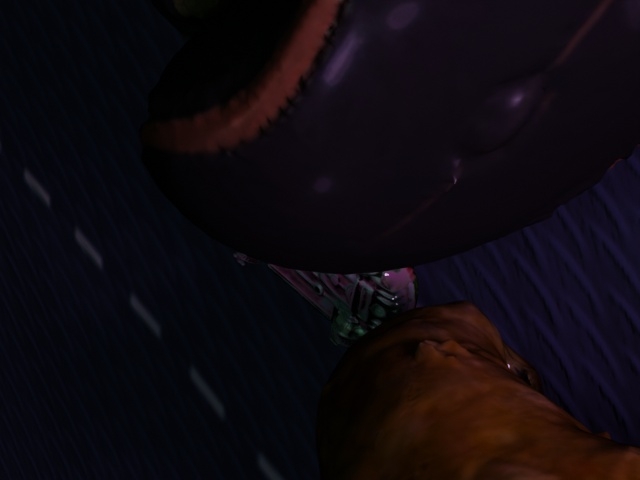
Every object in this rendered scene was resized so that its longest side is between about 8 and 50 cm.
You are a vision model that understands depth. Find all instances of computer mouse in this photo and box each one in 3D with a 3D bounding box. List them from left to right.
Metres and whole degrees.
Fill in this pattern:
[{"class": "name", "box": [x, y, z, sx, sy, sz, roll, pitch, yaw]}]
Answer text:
[{"class": "computer mouse", "box": [0.035, -0.056, 0.761, 0.323, 0.183, 0.116, -29, 52, 56]}]

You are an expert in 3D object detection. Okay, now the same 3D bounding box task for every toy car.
[{"class": "toy car", "box": [0.000, 0.000, 0.943, 0.142, 0.055, 0.069, 40, 141, 29]}]

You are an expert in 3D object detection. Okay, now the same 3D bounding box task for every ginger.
[{"class": "ginger", "box": [0.105, 0.145, 0.741, 0.321, 0.172, 0.165, 30, 164, 45]}]

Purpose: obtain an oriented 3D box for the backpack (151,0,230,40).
[{"class": "backpack", "box": [-0.022, -0.226, 0.825, 0.253, 0.140, 0.207, -48, 61, 39]}]
